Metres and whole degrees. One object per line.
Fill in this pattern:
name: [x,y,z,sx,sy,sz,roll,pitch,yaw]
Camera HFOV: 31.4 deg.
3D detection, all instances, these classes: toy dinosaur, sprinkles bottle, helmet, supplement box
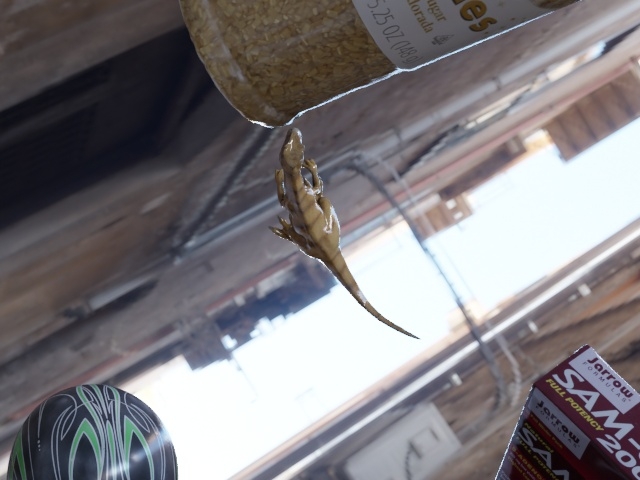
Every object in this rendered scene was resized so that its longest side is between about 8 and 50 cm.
toy dinosaur: [0.000,0.000,0.989,0.211,0.064,0.112,59,-3,-25]
sprinkles bottle: [0.102,-0.171,0.568,0.355,0.121,0.121,-20,-78,23]
helmet: [-0.206,0.214,1.034,0.169,0.169,0.161,14,-79,59]
supplement box: [0.232,0.215,1.012,0.130,0.073,0.239,45,-30,28]
